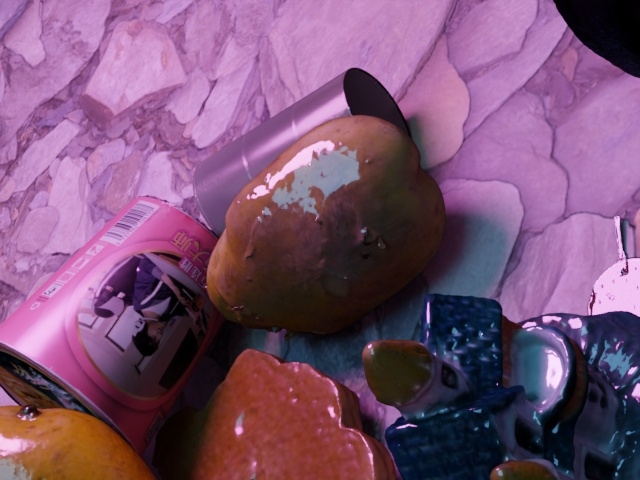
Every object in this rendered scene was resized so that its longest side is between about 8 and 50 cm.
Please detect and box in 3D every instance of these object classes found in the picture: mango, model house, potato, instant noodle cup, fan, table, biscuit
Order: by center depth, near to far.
[{"bbox_3d":[0.153,0.146,1.309,0.184,0.291,0.253,-21,53,40],"label":"model house"},{"bbox_3d":[0.283,0.034,1.460,0.085,0.005,0.133,-24,52,33],"label":"fan"},{"bbox_3d":[-0.255,0.326,1.566,0.253,0.182,0.365,-42,79,20],"label":"mango"},{"bbox_3d":[-0.059,0.256,1.614,0.376,0.051,0.269,15,79,51],"label":"biscuit"},{"bbox_3d":[0.000,0.000,1.621,0.296,0.191,0.141,-39,13,30],"label":"potato"},{"bbox_3d":[-0.216,0.094,1.733,0.244,0.244,0.255,11,55,47],"label":"instant noodle cup"},{"bbox_3d":[-0.020,-0.085,1.733,0.220,0.126,0.126,-31,48,27],"label":"table"}]

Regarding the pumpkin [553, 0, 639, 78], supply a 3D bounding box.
[{"bbox_3d":[0.362,-0.312,1.405,0.363,0.266,0.363,-24,47,28],"label":"pumpkin"}]
